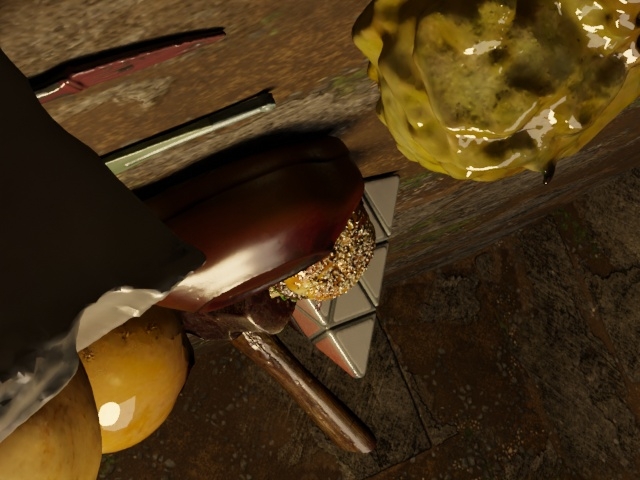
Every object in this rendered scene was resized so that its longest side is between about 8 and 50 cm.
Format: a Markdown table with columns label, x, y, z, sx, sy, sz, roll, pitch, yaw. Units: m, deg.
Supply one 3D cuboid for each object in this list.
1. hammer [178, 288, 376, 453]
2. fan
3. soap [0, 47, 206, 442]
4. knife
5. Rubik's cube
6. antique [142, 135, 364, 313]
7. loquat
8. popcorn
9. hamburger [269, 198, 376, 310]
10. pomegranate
| label | x | y | z | sx | sy | sz | roll | pitch | yaw |
| --- | --- | --- | --- | --- | --- | --- | --- | --- | --- |
| hammer | -0.056 | 0.170 | 1.647 | 0.242 | 0.409 | 0.095 | -5 | -131 | 44 |
| fan | -0.130 | -0.087 | 1.027 | 0.193 | 0.016 | 0.038 | -22 | 171 | 2 |
| soap | -0.311 | 0.081 | 0.622 | 0.350 | 0.213 | 0.435 | -46 | -171 | -37 |
| knife | -0.174 | -0.105 | 0.783 | 0.247 | 0.018 | 0.035 | -23 | 170 | -19 |
| Rubik's cube | -0.022 | 0.022 | 1.649 | 0.233 | 0.229 | 0.228 | 14 | 119 | -11 |
| antique | -0.084 | -0.013 | 1.255 | 0.278 | 0.129 | 0.223 | -21 | 171 | -28 |
| loquat | -0.275 | 0.147 | 1.475 | 0.235 | 0.235 | 0.235 | -22 | 173 | -3 |
| popcorn | 0.143 | -0.136 | 0.807 | 0.233 | 0.192 | 0.266 | -19 | 176 | -31 |
| hamburger | -0.003 | -0.001 | 1.431 | 0.164 | 0.093 | 0.189 | -44 | 135 | -15 |
| pomegranate | -0.393 | 0.222 | 1.231 | 0.342 | 0.342 | 0.342 | -22 | 173 | -3 |
